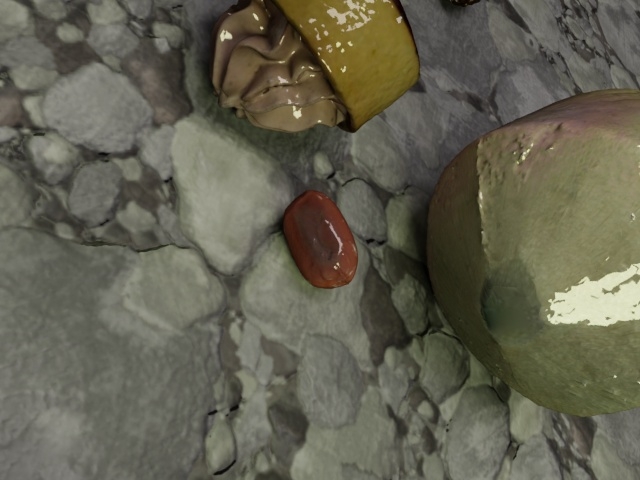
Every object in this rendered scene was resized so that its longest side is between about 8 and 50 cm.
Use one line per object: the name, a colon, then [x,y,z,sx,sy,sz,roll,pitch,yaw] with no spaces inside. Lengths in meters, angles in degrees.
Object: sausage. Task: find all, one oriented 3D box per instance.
sausage: [0.000,0.000,0.632,0.059,0.054,0.094,-22,80,-4]

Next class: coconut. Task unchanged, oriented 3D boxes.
coconut: [0.258,0.009,0.691,0.309,0.297,0.297,-35,93,-44]

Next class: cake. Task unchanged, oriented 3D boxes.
cake: [-0.025,-0.185,0.646,0.207,0.178,0.185,64,3,26]

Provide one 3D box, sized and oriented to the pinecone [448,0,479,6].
pinecone: [0.207,-0.371,0.986,0.077,0.077,0.083,63,19,3]
